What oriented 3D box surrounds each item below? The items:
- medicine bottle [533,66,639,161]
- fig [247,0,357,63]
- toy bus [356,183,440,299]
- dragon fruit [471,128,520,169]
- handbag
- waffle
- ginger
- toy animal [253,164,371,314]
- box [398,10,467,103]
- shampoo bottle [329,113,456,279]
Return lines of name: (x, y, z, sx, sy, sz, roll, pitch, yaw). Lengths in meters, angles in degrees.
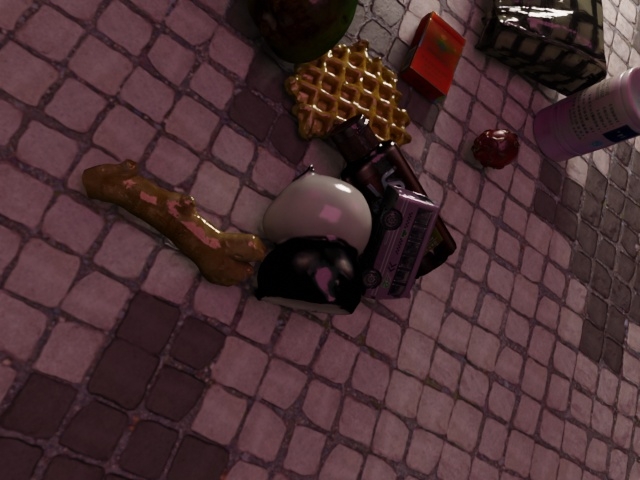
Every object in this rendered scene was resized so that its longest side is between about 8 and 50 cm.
medicine bottle: (0.660, -0.293, 1.401, 0.152, 0.254, 0.152, 7, 76, -30)
fig: (-0.027, -0.420, 1.045, 0.191, 0.181, 0.181, -23, 92, -5)
toy bus: (0.133, 0.008, 1.046, 0.108, 0.096, 0.198, 13, 107, -13)
dragon fruit: (0.420, -0.215, 1.337, 0.190, 0.094, 0.094, -18, 89, -42)
handbag: (0.552, -0.564, 1.460, 0.327, 0.162, 0.325, 14, 69, -20)
waffle: (0.064, -0.264, 1.154, 0.291, 0.051, 0.291, 8, 74, -29)
ginger: (-0.228, -0.026, 0.903, 0.299, 0.118, 0.065, 33, 26, -16)
toy animal: (-0.005, 0.005, 0.988, 0.187, 0.165, 0.235, 17, 69, -32)
box: (0.249, -0.406, 1.298, 0.112, 0.048, 0.175, 33, 65, -20)
shampoo bottle: (0.133, -0.084, 1.107, 0.129, 0.084, 0.323, -34, 109, -3)
